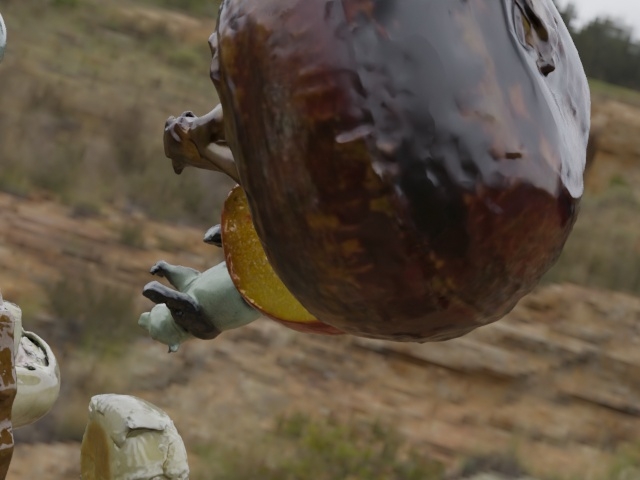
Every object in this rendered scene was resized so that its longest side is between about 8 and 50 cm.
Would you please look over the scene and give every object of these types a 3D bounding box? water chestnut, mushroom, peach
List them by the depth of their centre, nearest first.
[{"bbox_3d":[0.032,-0.091,1.203,0.302,0.350,0.350,-14,-10,18],"label":"water chestnut"},{"bbox_3d":[0.000,0.000,1.632,0.192,0.190,0.190,7,6,-34],"label":"peach"},{"bbox_3d":[-0.333,0.122,1.681,0.154,0.122,0.154,19,16,-6],"label":"mushroom"}]

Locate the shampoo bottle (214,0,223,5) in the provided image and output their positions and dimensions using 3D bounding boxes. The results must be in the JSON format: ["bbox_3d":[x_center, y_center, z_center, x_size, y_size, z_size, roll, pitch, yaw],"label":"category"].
[{"bbox_3d":[-0.147,-0.343,1.914,0.085,0.085,0.262,17,-6,34],"label":"shampoo bottle"}]

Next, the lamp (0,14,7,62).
[{"bbox_3d":[-0.358,-0.197,1.619,0.105,0.105,0.105,17,0,0],"label":"lamp"}]

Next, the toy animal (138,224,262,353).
[{"bbox_3d":[-0.141,0.065,2.097,0.121,0.225,0.094,54,21,-19],"label":"toy animal"}]

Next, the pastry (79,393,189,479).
[{"bbox_3d":[-0.200,0.239,1.766,0.088,0.165,0.166,-2,9,-30],"label":"pastry"}]

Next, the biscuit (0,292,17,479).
[{"bbox_3d":[-0.301,0.109,1.421,0.034,0.215,0.182,-1,18,-29],"label":"biscuit"}]
